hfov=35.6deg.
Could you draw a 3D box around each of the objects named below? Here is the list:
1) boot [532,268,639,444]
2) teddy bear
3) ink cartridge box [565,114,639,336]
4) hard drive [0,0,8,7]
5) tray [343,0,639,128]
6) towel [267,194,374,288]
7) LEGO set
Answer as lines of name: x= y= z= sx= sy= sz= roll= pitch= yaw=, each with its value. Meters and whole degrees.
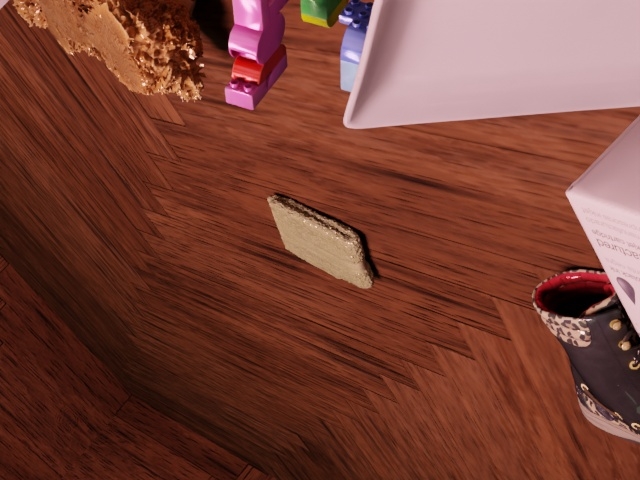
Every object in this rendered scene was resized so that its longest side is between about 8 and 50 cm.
boot: x=0.310 y=0.120 z=0.904 sx=0.236 sy=0.085 sz=0.179 roll=12 pitch=143 yaw=51
teddy bear: x=-0.234 y=-0.265 z=1.032 sx=0.338 sy=0.113 sz=0.245 roll=25 pitch=148 yaw=50
ink cartridge box: x=0.317 y=0.049 z=0.674 sx=0.198 sy=0.115 sz=0.273 roll=28 pitch=158 yaw=55
hard drive: x=-0.450 y=-0.374 z=0.983 sx=0.210 sy=0.040 sz=0.319 roll=34 pitch=164 yaw=21
tray: x=0.151 y=-0.118 z=0.565 sx=0.145 sy=0.270 sz=0.030 roll=106 pitch=157 yaw=-66
towel: x=0.000 y=0.000 z=1.246 sx=0.148 sy=0.027 sz=0.110 roll=26 pitch=154 yaw=32
LEGO set: x=0.029 y=-0.178 z=0.626 sx=0.087 sy=0.227 sz=0.093 roll=19 pitch=141 yaw=18
